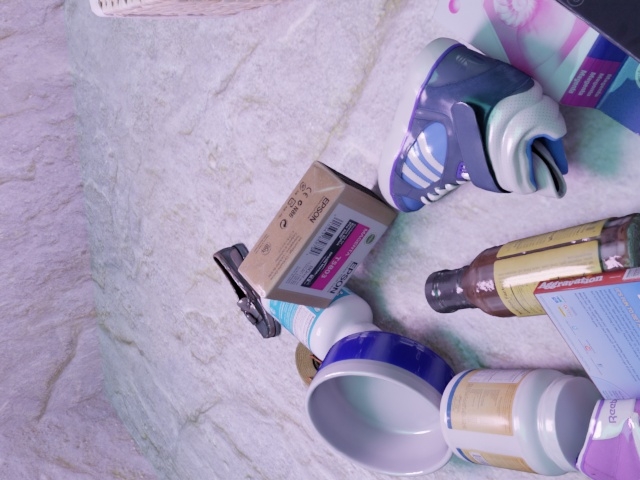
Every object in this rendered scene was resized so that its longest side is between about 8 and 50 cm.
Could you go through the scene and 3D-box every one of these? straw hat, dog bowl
[{"bbox_3d":[0.013,0.258,1.276,0.061,0.145,0.144,9,-118,-82],"label":"straw hat"},{"bbox_3d":[0.112,0.289,1.020,0.265,0.104,0.264,12,127,16],"label":"dog bowl"}]

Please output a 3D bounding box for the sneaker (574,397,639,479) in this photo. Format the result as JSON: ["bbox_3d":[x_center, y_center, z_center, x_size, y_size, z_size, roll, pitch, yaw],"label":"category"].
[{"bbox_3d":[0.403,0.302,0.698,0.161,0.102,0.281,-7,110,41],"label":"sneaker"}]

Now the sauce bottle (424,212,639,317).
[{"bbox_3d":[0.286,0.049,0.796,0.344,0.112,0.111,-17,89,56],"label":"sauce bottle"}]

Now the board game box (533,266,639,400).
[{"bbox_3d":[0.384,0.152,0.677,0.281,0.027,0.145,53,148,-14],"label":"board game box"}]

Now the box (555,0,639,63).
[{"bbox_3d":[0.321,-0.308,0.474,0.143,0.165,0.270,36,130,-1],"label":"box"}]

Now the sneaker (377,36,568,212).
[{"bbox_3d":[0.211,-0.096,0.800,0.236,0.130,0.322,43,152,25],"label":"sneaker"}]

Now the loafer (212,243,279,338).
[{"bbox_3d":[-0.198,0.138,1.496,0.096,0.084,0.267,-44,68,51],"label":"loafer"}]

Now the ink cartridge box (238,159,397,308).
[{"bbox_3d":[0.000,0.000,1.012,0.088,0.193,0.234,44,104,34],"label":"ink cartridge box"}]

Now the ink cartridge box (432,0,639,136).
[{"bbox_3d":[0.309,-0.333,0.652,0.330,0.072,0.324,49,137,32],"label":"ink cartridge box"}]

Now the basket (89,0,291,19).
[{"bbox_3d":[-0.252,-0.595,1.078,0.267,0.332,0.327,17,117,47],"label":"basket"}]

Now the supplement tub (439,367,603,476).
[{"bbox_3d":[0.290,0.259,0.839,0.200,0.145,0.144,-18,89,54],"label":"supplement tub"}]

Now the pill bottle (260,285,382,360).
[{"bbox_3d":[0.006,0.149,1.176,0.264,0.146,0.146,34,129,41],"label":"pill bottle"}]
